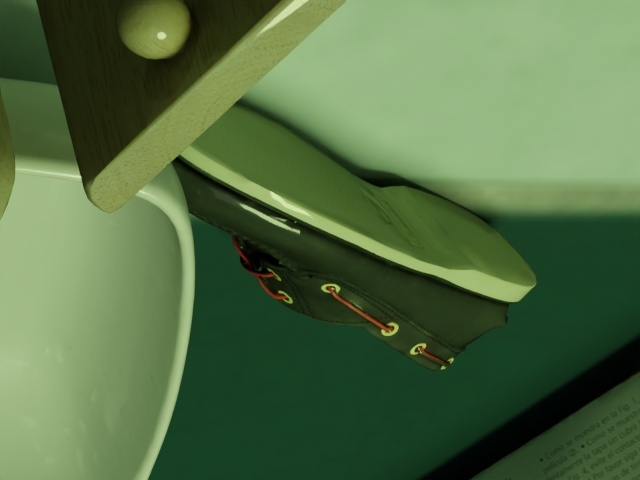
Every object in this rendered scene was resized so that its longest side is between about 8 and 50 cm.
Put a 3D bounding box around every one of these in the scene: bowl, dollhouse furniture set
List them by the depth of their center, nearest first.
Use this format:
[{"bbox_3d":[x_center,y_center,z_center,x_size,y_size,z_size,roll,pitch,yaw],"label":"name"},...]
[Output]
[{"bbox_3d":[-0.110,-0.065,0.319,0.144,0.123,0.151,-41,135,22],"label":"dollhouse furniture set"},{"bbox_3d":[-0.103,0.012,0.447,0.142,0.053,0.142,4,138,-12],"label":"bowl"}]

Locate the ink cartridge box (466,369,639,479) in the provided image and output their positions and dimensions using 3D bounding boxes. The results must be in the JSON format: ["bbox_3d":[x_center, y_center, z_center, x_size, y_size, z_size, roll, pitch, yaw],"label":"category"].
[{"bbox_3d":[0.120,0.186,0.677,0.309,0.130,0.272,-35,139,17],"label":"ink cartridge box"}]

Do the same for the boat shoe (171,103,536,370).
[{"bbox_3d":[0.001,0.001,0.492,0.133,0.049,0.042,24,115,-44],"label":"boat shoe"}]
